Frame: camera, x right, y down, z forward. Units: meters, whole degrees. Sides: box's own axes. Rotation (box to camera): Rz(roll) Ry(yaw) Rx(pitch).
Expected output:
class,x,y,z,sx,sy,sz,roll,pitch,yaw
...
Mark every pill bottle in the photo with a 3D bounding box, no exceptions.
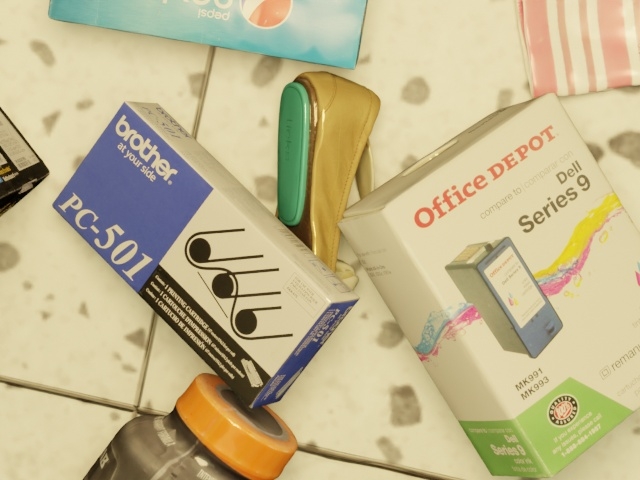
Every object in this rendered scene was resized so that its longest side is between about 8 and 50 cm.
class,x,y,z,sx,sy,sz,roll,pitch,yaw
pill bottle,-0.120,0.212,1.188,0.130,0.130,0.245,36,98,-4

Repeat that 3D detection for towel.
class,x,y,z,sx,sy,sz,roll,pitch,yaw
towel,0.231,-0.179,1.163,0.197,0.029,0.144,-9,100,3

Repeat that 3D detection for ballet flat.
class,x,y,z,sx,sy,sz,roll,pitch,yaw
ballet flat,0.000,0.000,1.180,0.073,0.080,0.232,3,104,-29

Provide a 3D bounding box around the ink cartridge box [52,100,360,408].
class,x,y,z,sx,sy,sz,roll,pitch,yaw
ink cartridge box,-0.080,0.007,1.150,0.207,0.046,0.097,44,110,19

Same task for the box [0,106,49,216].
class,x,y,z,sx,sy,sz,roll,pitch,yaw
box,-0.341,0.042,1.103,0.322,0.257,0.079,-39,96,8

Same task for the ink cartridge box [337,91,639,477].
class,x,y,z,sx,sy,sz,roll,pitch,yaw
ink cartridge box,0.135,0.031,1.143,0.154,0.093,0.212,-34,95,-20

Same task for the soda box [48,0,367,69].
class,x,y,z,sx,sy,sz,roll,pitch,yaw
soda box,-0.073,-0.169,1.155,0.210,0.067,0.071,10,100,1
